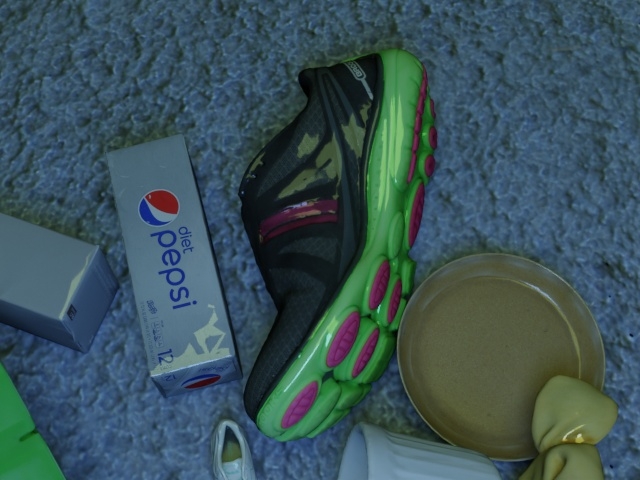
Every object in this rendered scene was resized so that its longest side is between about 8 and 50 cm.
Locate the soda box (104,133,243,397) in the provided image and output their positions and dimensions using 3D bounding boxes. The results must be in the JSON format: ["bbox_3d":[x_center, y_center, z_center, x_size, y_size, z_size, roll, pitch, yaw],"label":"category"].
[{"bbox_3d":[-0.168,0.027,1.207,0.098,0.091,0.286,-15,67,-5],"label":"soda box"}]

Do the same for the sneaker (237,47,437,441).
[{"bbox_3d":[0.000,0.000,1.197,0.202,0.185,0.483,5,62,22],"label":"sneaker"}]

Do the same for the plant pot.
[{"bbox_3d":[0.200,0.130,1.179,0.236,0.032,0.236,2,71,-5],"label":"plant pot"}]

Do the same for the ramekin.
[{"bbox_3d":[0.083,0.315,0.986,0.135,0.277,0.277,8,66,-5],"label":"ramekin"}]

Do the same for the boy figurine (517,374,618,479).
[{"bbox_3d":[0.245,0.275,1.057,0.092,0.177,0.285,15,55,-2],"label":"boy figurine"}]

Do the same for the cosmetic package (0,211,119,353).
[{"bbox_3d":[-0.360,0.032,1.188,0.238,0.127,0.107,17,68,6],"label":"cosmetic package"}]

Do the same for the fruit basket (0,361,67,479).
[{"bbox_3d":[-0.441,0.274,0.980,0.392,0.283,0.392,7,73,-25],"label":"fruit basket"}]

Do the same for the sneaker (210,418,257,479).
[{"bbox_3d":[-0.092,0.263,1.120,0.054,0.061,0.152,-12,68,-7],"label":"sneaker"}]
